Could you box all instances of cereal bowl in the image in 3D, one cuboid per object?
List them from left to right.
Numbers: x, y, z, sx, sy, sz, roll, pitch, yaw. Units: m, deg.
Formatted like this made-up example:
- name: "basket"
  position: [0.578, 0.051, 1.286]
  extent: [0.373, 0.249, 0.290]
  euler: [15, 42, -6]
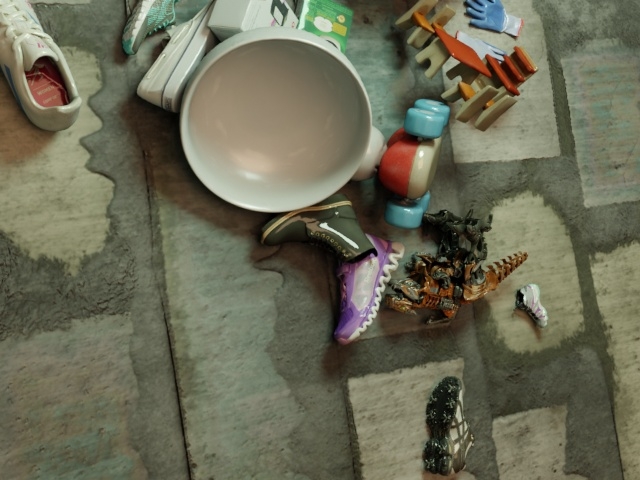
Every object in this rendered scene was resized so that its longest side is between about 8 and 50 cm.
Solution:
- name: "cereal bowl"
  position: [-0.081, -0.226, 1.696]
  extent: [0.339, 0.141, 0.339]
  euler: [-3, 125, -4]

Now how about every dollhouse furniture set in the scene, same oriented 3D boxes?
- name: "dollhouse furniture set"
  position: [0.311, -0.358, 1.914]
  extent: [0.259, 0.135, 0.262]
  euler: [12, 44, -52]

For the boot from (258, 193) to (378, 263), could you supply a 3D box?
- name: "boot"
  position: [0.000, 0.000, 1.774]
  extent: [0.198, 0.077, 0.137]
  euler: [-23, 68, -23]

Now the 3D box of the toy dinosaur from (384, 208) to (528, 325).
- name: "toy dinosaur"
  position: [0.270, 0.054, 1.931]
  extent: [0.322, 0.164, 0.218]
  euler: [-17, 108, -46]

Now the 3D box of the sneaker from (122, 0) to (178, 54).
- name: "sneaker"
  position: [-0.293, -0.396, 1.703]
  extent: [0.076, 0.065, 0.166]
  euler: [29, 74, -26]

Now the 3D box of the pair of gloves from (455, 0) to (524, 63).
- name: "pair of gloves"
  position: [0.363, -0.441, 2.071]
  extent: [0.159, 0.023, 0.198]
  euler: [23, 74, -24]

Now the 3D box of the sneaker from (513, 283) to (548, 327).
- name: "sneaker"
  position: [0.442, 0.146, 2.048]
  extent: [0.069, 0.038, 0.098]
  euler: [-14, 82, -26]

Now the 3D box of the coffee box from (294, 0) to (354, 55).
- name: "coffee box"
  position: [-0.008, -0.379, 1.860]
  extent: [0.113, 0.040, 0.184]
  euler: [17, 77, -25]

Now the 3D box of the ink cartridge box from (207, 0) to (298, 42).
- name: "ink cartridge box"
  position: [-0.117, -0.394, 1.732]
  extent: [0.175, 0.072, 0.127]
  euler: [44, 61, -61]

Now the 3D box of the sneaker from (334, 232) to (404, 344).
- name: "sneaker"
  position: [0.068, 0.084, 1.832]
  extent: [0.104, 0.095, 0.236]
  euler: [31, 67, -15]

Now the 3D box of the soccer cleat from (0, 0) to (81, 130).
- name: "soccer cleat"
  position: [-0.486, -0.333, 1.548]
  extent: [0.116, 0.143, 0.331]
  euler: [-36, 102, -26]

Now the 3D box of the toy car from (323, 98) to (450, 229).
- name: "toy car"
  position: [0.106, -0.169, 1.842]
  extent: [0.238, 0.210, 0.219]
  euler: [15, 110, 9]

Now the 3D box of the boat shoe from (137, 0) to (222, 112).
- name: "boat shoe"
  position: [-0.240, -0.344, 1.713]
  extent: [0.088, 0.096, 0.267]
  euler: [20, 67, 9]

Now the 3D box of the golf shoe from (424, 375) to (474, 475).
- name: "golf shoe"
  position: [0.264, 0.369, 1.918]
  extent: [0.094, 0.077, 0.198]
  euler: [12, 86, -37]
